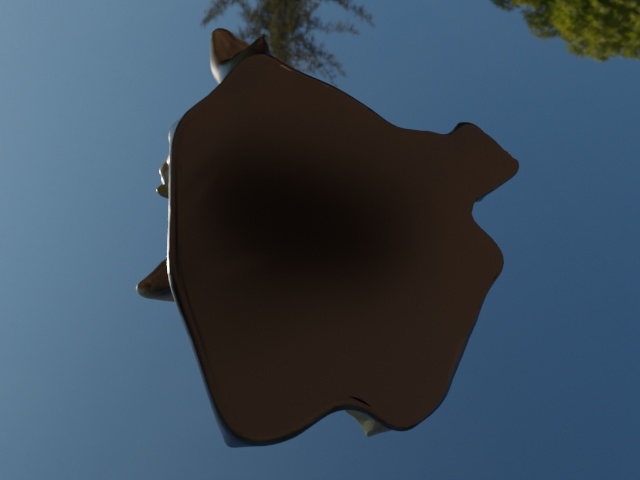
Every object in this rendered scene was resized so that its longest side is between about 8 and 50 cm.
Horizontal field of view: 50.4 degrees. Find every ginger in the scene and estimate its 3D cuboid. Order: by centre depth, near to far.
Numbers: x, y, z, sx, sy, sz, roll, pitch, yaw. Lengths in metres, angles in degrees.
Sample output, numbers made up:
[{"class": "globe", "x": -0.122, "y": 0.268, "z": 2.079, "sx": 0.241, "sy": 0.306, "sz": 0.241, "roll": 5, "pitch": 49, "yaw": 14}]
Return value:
[{"class": "ginger", "x": 0.000, "y": 0.000, "z": 0.710, "sx": 0.358, "sy": 0.211, "sz": 0.413, "roll": 7, "pitch": -105, "yaw": -15}]
